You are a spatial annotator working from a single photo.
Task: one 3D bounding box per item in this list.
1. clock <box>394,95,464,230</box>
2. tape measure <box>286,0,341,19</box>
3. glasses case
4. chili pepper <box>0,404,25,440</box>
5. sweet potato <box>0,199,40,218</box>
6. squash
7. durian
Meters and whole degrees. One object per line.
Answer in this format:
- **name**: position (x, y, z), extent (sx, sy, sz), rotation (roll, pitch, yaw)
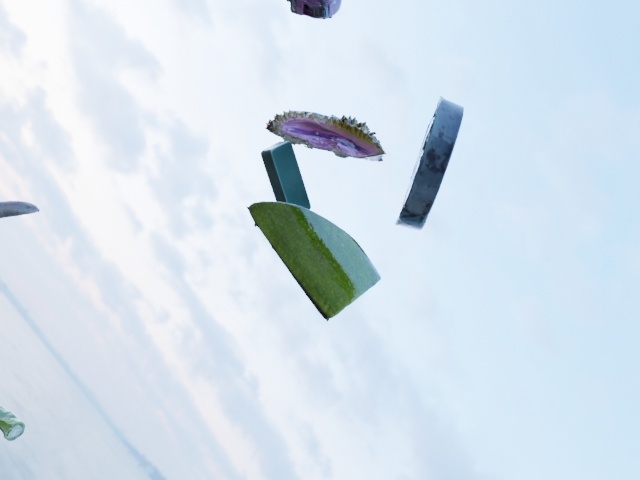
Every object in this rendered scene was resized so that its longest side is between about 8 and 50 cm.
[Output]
- **clock**: position (0.261, -0.181, 1.506), extent (0.067, 0.325, 0.325), rotation (19, -30, 5)
- **tape measure**: position (-0.008, -0.615, 1.581), extent (0.125, 0.118, 0.074), rotation (25, -26, 13)
- **glasses case**: position (-0.083, -0.146, 1.534), extent (0.039, 0.078, 0.184), rotation (3, -62, 44)
- **chili pepper**: position (-0.625, 0.307, 1.138), extent (0.202, 0.052, 0.050), rotation (15, -76, 14)
- **sweet potato**: position (-0.753, -0.059, 1.361), extent (0.078, 0.255, 0.058), rotation (139, -60, -71)
- **squash**: position (0.000, 0.000, 1.156), extent (0.093, 0.169, 0.252), rotation (-38, -94, 32)
- **durian**: position (0.024, -0.292, 1.693), extent (0.341, 0.191, 0.112), rotation (14, -77, 8)
